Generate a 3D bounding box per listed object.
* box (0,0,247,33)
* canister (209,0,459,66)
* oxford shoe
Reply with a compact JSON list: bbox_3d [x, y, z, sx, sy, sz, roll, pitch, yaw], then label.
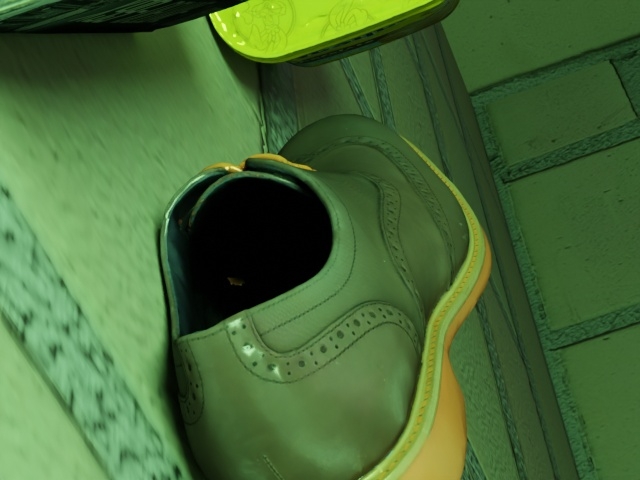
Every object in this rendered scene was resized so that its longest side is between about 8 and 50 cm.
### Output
[{"bbox_3d":[-0.098,-0.214,0.480,0.242,0.076,0.307,-45,115,-80],"label":"box"},{"bbox_3d":[0.014,-0.135,0.831,0.170,0.126,0.073,-30,101,-83],"label":"canister"},{"bbox_3d":[0.000,0.000,0.570,0.098,0.097,0.271,60,12,-22],"label":"oxford shoe"}]
